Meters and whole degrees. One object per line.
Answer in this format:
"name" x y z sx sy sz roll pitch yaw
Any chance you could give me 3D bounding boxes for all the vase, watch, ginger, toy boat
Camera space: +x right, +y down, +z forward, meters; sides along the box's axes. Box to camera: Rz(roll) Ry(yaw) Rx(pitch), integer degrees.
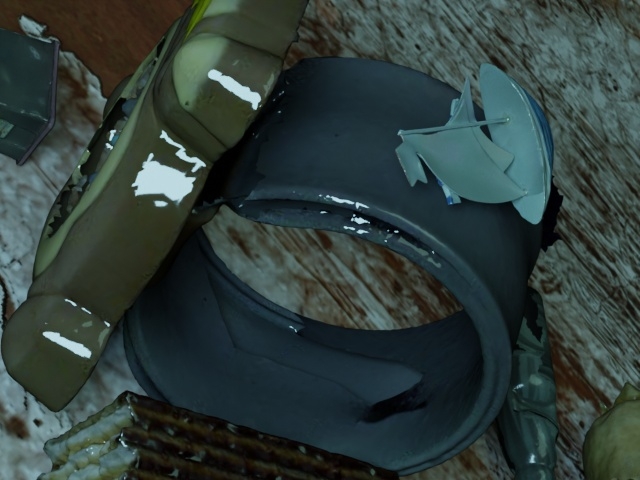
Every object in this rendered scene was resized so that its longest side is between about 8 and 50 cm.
"vase" 0.174 0.138 1.446 0.060 0.060 0.211 24 47 -32
"watch" 0.000 0.000 1.154 0.327 0.335 0.314 30 42 -13
"ginger" 0.305 0.233 1.450 0.138 0.152 0.267 -3 65 -14
"toy boat" 0.109 -0.052 1.075 0.105 0.034 0.149 58 38 -9

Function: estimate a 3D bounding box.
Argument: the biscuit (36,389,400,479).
"biscuit" -0.068 0.174 1.129 0.252 0.106 0.070 20 54 -34

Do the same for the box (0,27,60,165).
"box" -0.230 -0.109 1.227 0.063 0.060 0.084 19 49 -25

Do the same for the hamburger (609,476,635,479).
"hamburger" 0.147 0.301 1.066 0.330 0.330 0.250 -18 79 -51
